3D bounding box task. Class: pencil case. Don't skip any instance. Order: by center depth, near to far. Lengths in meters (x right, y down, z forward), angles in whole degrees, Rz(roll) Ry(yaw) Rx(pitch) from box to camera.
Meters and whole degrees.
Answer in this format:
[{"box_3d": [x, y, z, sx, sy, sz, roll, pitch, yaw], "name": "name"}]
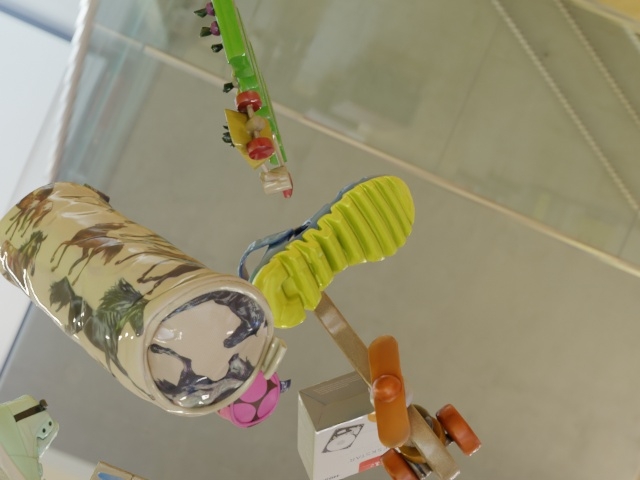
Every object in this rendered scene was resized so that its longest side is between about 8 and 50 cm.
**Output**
[{"box_3d": [-0.216, 0.056, 1.279, 0.184, 0.159, 0.410, 2, -163, -39], "name": "pencil case"}, {"box_3d": [-0.137, 0.177, 1.538, 0.095, 0.098, 0.209, -4, -164, -37], "name": "pencil case"}]

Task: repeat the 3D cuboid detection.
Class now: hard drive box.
[{"box_3d": [0.056, 0.328, 1.991, 0.232, 0.181, 0.089, 91, 158, -55], "name": "hard drive box"}]

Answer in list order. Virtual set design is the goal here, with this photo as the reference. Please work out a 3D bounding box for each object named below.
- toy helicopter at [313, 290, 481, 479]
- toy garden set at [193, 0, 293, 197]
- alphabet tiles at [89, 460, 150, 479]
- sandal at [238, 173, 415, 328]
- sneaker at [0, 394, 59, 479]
[{"box_3d": [0.084, 0.213, 1.670, 0.355, 0.140, 0.235, 52, 179, 20], "name": "toy helicopter"}, {"box_3d": [-0.081, -0.139, 1.230, 0.049, 0.203, 0.244, -17, 156, 2], "name": "toy garden set"}, {"box_3d": [-0.205, 0.379, 1.237, 0.198, 0.237, 0.009, 26, -171, -15], "name": "alphabet tiles"}, {"box_3d": [0.000, 0.000, 1.600, 0.138, 0.317, 0.126, 11, 127, 55], "name": "sandal"}, {"box_3d": [-0.476, 0.381, 1.893, 0.151, 0.094, 0.256, -28, -93, -47], "name": "sneaker"}]
